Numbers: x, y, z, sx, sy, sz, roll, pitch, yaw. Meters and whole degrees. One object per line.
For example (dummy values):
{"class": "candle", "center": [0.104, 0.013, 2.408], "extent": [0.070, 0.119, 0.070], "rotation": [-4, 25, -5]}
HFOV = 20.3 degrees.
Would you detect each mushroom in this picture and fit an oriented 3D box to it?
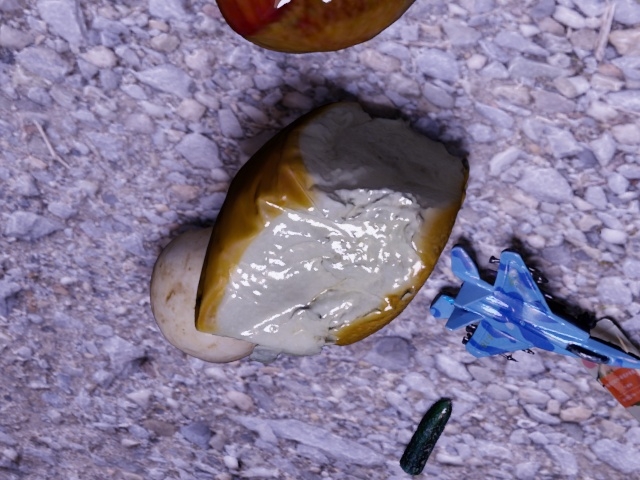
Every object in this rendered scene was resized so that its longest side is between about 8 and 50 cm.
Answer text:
{"class": "mushroom", "center": [-0.118, 0.060, 2.085], "extent": [0.166, 0.127, 0.166], "rotation": [5, 106, 16]}

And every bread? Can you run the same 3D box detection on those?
{"class": "bread", "center": [0.000, 0.000, 1.883], "extent": [0.225, 0.250, 0.279], "rotation": [33, 117, -2]}

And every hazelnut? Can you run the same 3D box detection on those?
{"class": "hazelnut", "center": [0.000, -0.289, 1.710], "extent": [0.229, 0.229, 0.229], "rotation": [10, 131, 12]}

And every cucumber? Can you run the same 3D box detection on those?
{"class": "cucumber", "center": [0.132, 0.239, 2.200], "extent": [0.032, 0.032, 0.133], "rotation": [24, 133, 0]}

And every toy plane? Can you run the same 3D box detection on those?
{"class": "toy plane", "center": [0.249, 0.089, 2.003], "extent": [0.246, 0.078, 0.169], "rotation": [16, 132, 1]}

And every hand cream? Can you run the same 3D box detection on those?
{"class": "hand cream", "center": [0.382, 0.183, 2.058], "extent": [0.234, 0.050, 0.080], "rotation": [44, 133, -9]}
